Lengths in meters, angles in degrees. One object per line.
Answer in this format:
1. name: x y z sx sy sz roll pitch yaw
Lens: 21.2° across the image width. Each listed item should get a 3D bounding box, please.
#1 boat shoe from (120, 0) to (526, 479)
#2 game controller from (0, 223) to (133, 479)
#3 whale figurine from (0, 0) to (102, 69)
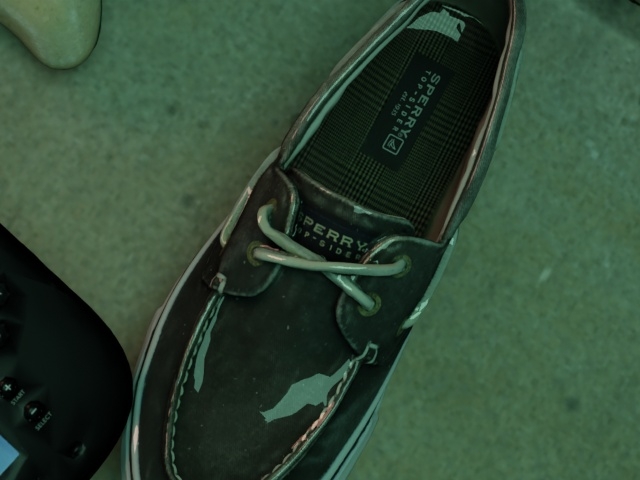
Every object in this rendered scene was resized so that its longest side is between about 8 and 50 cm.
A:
1. boat shoe: 0.000 0.000 0.819 0.121 0.119 0.335 24 70 3
2. game controller: -0.227 0.127 0.744 0.166 0.067 0.319 42 74 -7
3. whale figurine: -0.097 -0.224 0.850 0.216 0.141 0.272 29 103 -9
